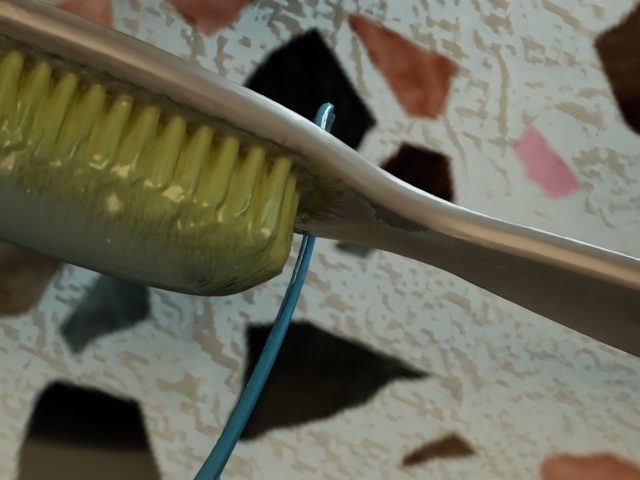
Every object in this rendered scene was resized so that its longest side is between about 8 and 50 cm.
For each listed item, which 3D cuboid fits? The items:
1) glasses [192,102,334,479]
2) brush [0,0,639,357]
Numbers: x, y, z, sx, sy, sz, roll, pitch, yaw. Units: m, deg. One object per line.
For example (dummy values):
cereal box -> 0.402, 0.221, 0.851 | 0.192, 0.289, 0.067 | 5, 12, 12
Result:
glasses -> -0.095, 0.009, 0.647 | 0.189, 0.088, 0.220 | 30, 45, 5
brush -> -0.001, 0.002, 0.600 | 0.313, 0.072, 0.067 | 20, 67, -12
